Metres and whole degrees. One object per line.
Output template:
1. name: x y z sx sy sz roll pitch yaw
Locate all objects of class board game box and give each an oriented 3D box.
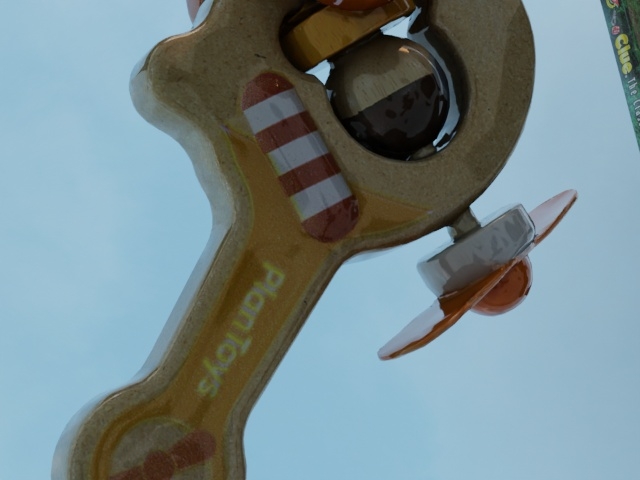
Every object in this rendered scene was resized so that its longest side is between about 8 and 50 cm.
1. board game box: 0.327 -0.125 1.257 0.136 0.030 0.260 5 -114 -38

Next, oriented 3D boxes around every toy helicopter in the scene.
1. toy helicopter: 0.000 0.000 0.657 0.235 0.140 0.355 35 -112 -16
